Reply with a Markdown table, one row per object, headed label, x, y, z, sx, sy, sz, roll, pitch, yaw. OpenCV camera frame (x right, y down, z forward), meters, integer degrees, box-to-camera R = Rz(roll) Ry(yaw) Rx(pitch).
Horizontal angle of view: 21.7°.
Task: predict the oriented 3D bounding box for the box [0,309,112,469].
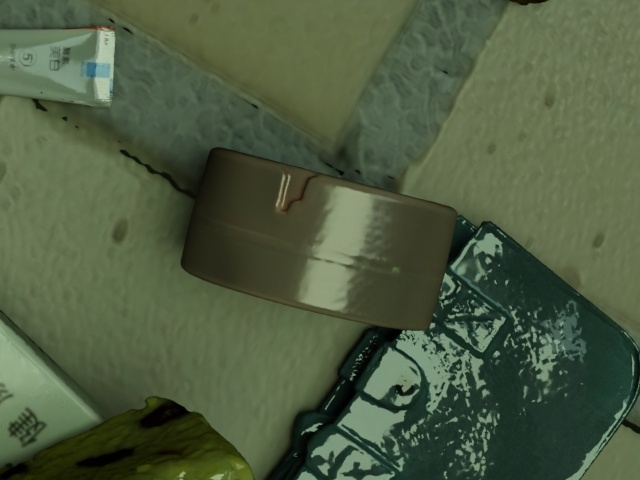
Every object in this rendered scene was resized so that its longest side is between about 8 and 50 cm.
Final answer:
| label | x | y | z | sx | sy | sz | roll | pitch | yaw |
| --- | --- | --- | --- | --- | --- | --- | --- | --- | --- |
| box | -0.293 | 0.159 | 0.925 | 0.330 | 0.095 | 0.210 | -46 | 110 | -8 |

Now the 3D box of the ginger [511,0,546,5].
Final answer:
| label | x | y | z | sx | sy | sz | roll | pitch | yaw |
| --- | --- | --- | --- | --- | --- | --- | --- | --- | --- |
| ginger | 0.099 | -0.292 | 0.976 | 0.133 | 0.107 | 0.309 | -46 | 113 | -21 |

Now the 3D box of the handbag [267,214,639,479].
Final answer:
| label | x | y | z | sx | sy | sz | roll | pitch | yaw |
| --- | --- | --- | --- | --- | --- | --- | --- | --- | --- |
| handbag | 0.081 | 0.116 | 1.055 | 0.179 | 0.062 | 0.229 | 38 | 86 | -19 |

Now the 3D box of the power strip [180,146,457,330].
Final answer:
| label | x | y | z | sx | sy | sz | roll | pitch | yaw |
| --- | --- | --- | --- | --- | --- | --- | --- | --- | --- |
| power strip | 0.000 | 0.000 | 0.966 | 0.154 | 0.154 | 0.078 | 13 | 92 | -19 |

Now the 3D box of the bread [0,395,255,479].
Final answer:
| label | x | y | z | sx | sy | sz | roll | pitch | yaw |
| --- | --- | --- | --- | --- | --- | --- | --- | --- | --- |
| bread | -0.204 | 0.180 | 0.838 | 0.361 | 0.138 | 0.077 | -21 | 104 | -15 |

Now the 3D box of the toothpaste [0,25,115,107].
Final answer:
| label | x | y | z | sx | sy | sz | roll | pitch | yaw |
| --- | --- | --- | --- | --- | --- | --- | --- | --- | --- |
| toothpaste | -0.210 | -0.103 | 0.945 | 0.190 | 0.031 | 0.048 | 1 | 95 | -21 |
